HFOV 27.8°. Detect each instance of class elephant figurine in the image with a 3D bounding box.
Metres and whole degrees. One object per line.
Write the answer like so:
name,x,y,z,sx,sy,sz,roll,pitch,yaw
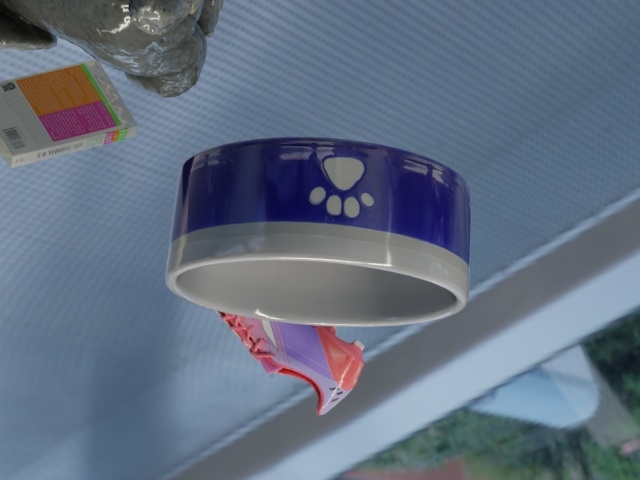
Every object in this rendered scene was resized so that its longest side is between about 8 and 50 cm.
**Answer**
elephant figurine,-0.180,-0.174,0.764,0.239,0.169,0.186,12,157,1

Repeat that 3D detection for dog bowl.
dog bowl,0.000,0.000,1.139,0.265,0.104,0.265,4,165,1

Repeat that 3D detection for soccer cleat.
soccer cleat,-0.064,0.094,1.454,0.095,0.248,0.083,-54,174,-12

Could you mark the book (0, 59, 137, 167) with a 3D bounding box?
book,-0.275,-0.131,1.338,0.144,0.096,0.035,-18,150,-35
